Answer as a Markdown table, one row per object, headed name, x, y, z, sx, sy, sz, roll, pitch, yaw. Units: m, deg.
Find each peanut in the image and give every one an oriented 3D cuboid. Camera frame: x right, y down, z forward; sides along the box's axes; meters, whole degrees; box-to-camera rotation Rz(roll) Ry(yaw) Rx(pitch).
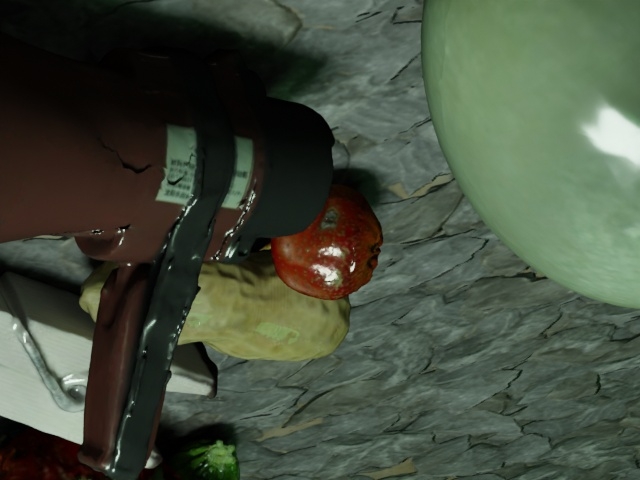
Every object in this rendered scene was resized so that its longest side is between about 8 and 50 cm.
| name | x | y | z | sx | sy | sz | roll | pitch | yaw |
| --- | --- | --- | --- | --- | --- | --- | --- | --- | --- |
| peanut | -0.075 | 0.047 | 1.312 | 0.228 | 0.085 | 0.104 | 9 | 157 | -33 |

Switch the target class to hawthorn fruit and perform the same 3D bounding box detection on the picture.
| name | x | y | z | sx | sy | sz | roll | pitch | yaw |
| --- | --- | --- | --- | --- | --- | --- | --- | --- | --- |
| hawthorn fruit | 0.000 | 0.000 | 1.270 | 0.093 | 0.093 | 0.093 | -10 | 151 | -6 |

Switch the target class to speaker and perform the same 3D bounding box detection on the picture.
| name | x | y | z | sx | sy | sz | roll | pitch | yaw |
| --- | --- | --- | --- | --- | --- | --- | --- | --- | --- |
| speaker | -0.138 | -0.010 | 1.010 | 0.329 | 0.259 | 0.198 | 13 | 152 | -39 |

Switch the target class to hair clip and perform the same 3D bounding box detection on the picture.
| name | x | y | z | sx | sy | sz | roll | pitch | yaw |
| --- | --- | --- | --- | --- | --- | --- | --- | --- | --- |
| hair clip | -0.222 | 0.084 | 1.314 | 0.101 | 0.085 | 0.331 | -44 | 138 | 19 |

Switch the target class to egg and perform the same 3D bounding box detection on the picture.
| name | x | y | z | sx | sy | sz | roll | pitch | yaw |
| --- | --- | --- | --- | --- | --- | --- | --- | --- | --- |
| egg | 0.190 | -0.096 | 0.998 | 0.258 | 0.258 | 0.352 | -20 | 145 | 11 |

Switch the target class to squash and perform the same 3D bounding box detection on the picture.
| name | x | y | z | sx | sy | sz | roll | pitch | yaw |
| --- | --- | --- | --- | --- | --- | --- | --- | --- | --- |
| squash | -0.123 | 0.251 | 1.666 | 0.077 | 0.068 | 0.219 | 4 | 148 | -13 |

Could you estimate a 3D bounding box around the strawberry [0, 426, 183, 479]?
| name | x | y | z | sx | sy | sz | roll | pitch | yaw |
| --- | --- | --- | --- | --- | --- | --- | --- | --- | --- |
| strawberry | -0.220 | 0.301 | 1.515 | 0.274 | 0.274 | 0.220 | 15 | 150 | -41 |
